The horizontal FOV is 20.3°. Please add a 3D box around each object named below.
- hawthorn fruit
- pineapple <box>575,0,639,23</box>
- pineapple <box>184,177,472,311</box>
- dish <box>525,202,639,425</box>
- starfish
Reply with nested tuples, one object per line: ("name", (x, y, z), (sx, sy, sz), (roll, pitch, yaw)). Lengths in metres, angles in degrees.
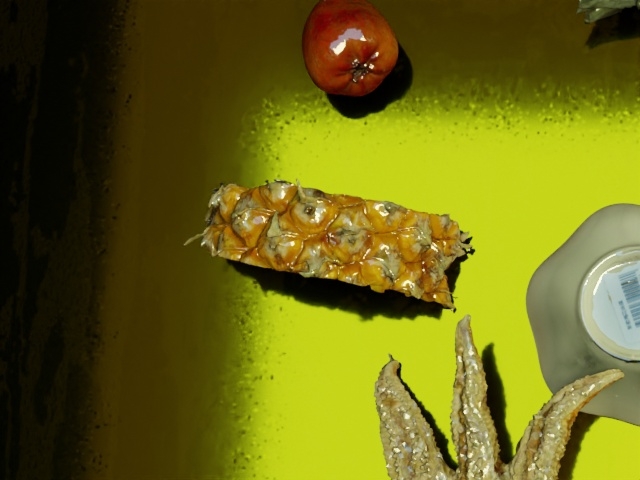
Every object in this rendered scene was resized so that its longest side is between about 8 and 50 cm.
("hawthorn fruit", (0.021, -0.171, 1.522), (0.081, 0.081, 0.093), (-27, 45, 6))
("pineapple", (0.322, -0.200, 1.445), (0.237, 0.111, 0.119), (12, 52, 20))
("pineapple", (0.000, -0.001, 1.457), (0.233, 0.135, 0.079), (7, 81, 13))
("dish", (0.253, 0.055, 1.423), (0.191, 0.066, 0.190), (-2, 78, 12))
("starfish", (0.106, 0.208, 1.411), (0.302, 0.084, 0.293), (0, 77, 20))
